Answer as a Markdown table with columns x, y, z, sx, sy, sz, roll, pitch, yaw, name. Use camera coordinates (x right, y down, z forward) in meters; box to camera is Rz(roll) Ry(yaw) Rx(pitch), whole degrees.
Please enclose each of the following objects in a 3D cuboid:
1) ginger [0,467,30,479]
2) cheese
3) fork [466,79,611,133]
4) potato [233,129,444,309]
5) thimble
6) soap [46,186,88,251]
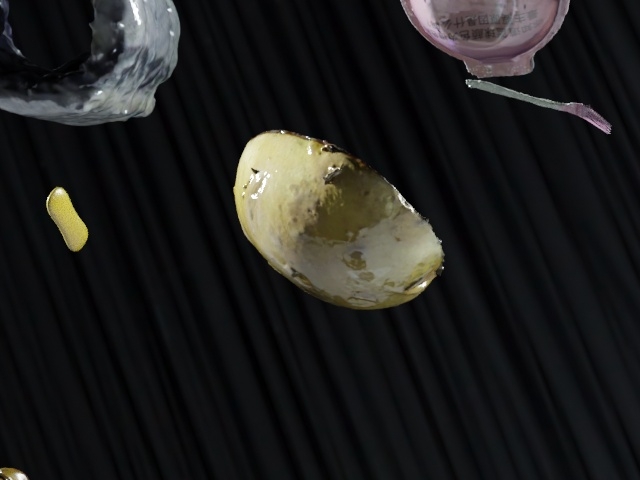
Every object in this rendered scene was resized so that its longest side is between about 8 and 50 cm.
| x | y | z | sx | sy | sz | roll | pitch | yaw | name |
| --- | --- | --- | --- | --- | --- | --- | --- | --- | --- |
| -0.321 | 0.407 | 2.004 | 0.321 | 0.165 | 0.172 | 27 | -70 | -20 | ginger |
| 0.154 | -0.292 | 1.597 | 0.189 | 0.286 | 0.074 | -5 | 29 | 24 | cheese |
| 0.165 | -0.105 | 1.205 | 0.115 | 0.012 | 0.016 | 18 | -38 | 10 | fork |
| 0.000 | 0.000 | 1.696 | 0.116 | 0.239 | 0.299 | -54 | 27 | -13 | potato |
| -0.266 | -0.220 | 1.564 | 0.217 | 0.245 | 0.157 | -54 | -10 | 11 | thimble |
| -0.282 | -0.023 | 1.772 | 0.012 | 0.034 | 0.089 | 13 | -37 | 30 | soap |
